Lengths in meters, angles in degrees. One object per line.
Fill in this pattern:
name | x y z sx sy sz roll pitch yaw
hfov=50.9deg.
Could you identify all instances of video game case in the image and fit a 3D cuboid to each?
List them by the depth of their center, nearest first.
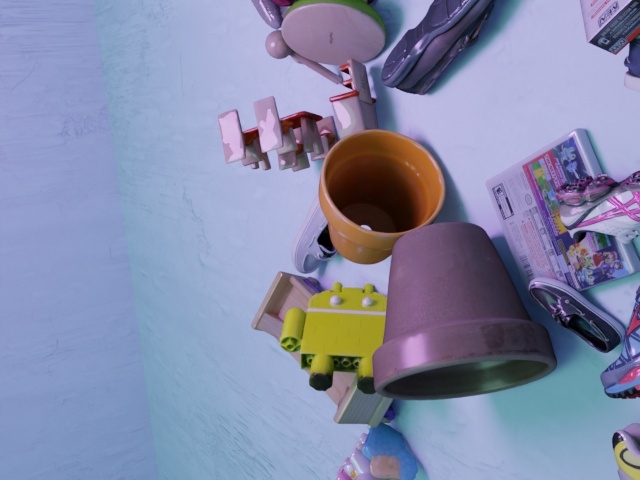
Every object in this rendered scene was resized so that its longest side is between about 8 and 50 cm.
video game case | 0.329 -0.026 0.937 0.183 0.023 0.201 -35 70 57

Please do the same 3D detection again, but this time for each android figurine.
android figurine | 0.054 0.168 1.249 0.273 0.248 0.056 -78 -11 -55

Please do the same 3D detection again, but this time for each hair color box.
hair color box | 0.333 -0.288 0.760 0.072 0.043 0.141 131 151 -53

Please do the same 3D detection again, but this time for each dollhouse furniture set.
dollhouse furniture set | -0.029 -0.226 1.253 0.259 0.262 0.135 -13 86 25

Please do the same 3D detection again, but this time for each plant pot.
plant pot | 0.197 0.101 1.012 0.263 0.263 0.229 -42 48 55
plant pot | 0.090 -0.054 1.165 0.188 0.205 0.205 106 141 -61

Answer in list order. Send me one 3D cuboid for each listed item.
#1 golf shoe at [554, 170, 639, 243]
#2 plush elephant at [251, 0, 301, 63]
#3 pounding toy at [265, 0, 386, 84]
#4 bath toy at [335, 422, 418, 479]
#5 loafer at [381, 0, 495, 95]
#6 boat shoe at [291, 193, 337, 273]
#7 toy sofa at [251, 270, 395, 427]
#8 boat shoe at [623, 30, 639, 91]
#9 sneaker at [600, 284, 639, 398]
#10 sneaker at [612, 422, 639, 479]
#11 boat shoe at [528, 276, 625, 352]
golf shoe | 0.379 -0.041 0.804 0.186 0.067 0.086 -6 107 48
plush elephant | -0.123 -0.535 1.263 0.272 0.255 0.330 -50 58 52
pounding toy | 0.018 -0.397 1.205 0.237 0.183 0.110 -24 55 61
bath toy | 0.090 0.532 1.423 0.129 0.151 0.348 29 134 7
loafer | 0.196 -0.315 1.019 0.267 0.084 0.096 -38 37 52
boat shoe | 0.001 0.000 1.416 0.081 0.079 0.227 57 140 37
toy sofa | 0.030 0.220 1.412 0.362 0.177 0.150 39 107 46
boat shoe | 0.421 -0.185 0.672 0.254 0.095 0.079 36 141 59
sneaker | 0.419 0.090 0.786 0.262 0.104 0.125 -59 37 41
sneaker | 0.454 0.226 0.708 0.147 0.145 0.385 64 145 21
boat shoe | 0.341 0.099 0.912 0.142 0.040 0.049 36 141 30
